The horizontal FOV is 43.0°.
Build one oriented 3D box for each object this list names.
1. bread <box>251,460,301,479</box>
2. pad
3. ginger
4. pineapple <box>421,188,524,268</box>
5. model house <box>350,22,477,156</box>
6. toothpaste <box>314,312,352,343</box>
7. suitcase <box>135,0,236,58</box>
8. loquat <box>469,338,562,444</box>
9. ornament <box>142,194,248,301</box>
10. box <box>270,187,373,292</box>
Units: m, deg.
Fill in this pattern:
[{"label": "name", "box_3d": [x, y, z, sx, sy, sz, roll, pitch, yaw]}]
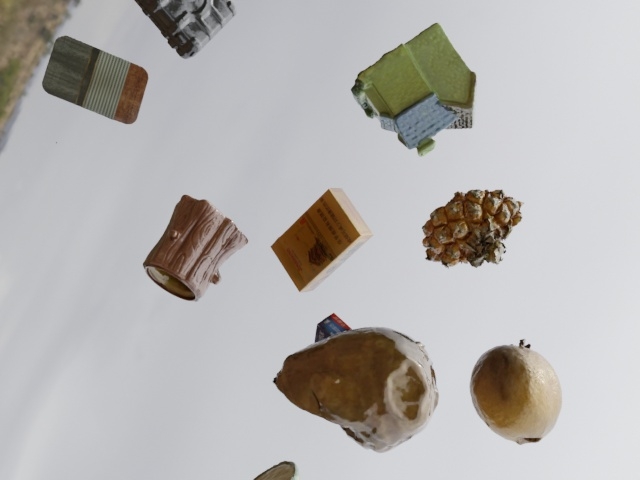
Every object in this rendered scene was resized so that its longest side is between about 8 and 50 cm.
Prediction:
[{"label": "bread", "box_3d": [-0.133, 0.537, 1.578, 0.267, 0.040, 0.267, -40, -172, 7]}, {"label": "pad", "box_3d": [-0.575, -0.339, 2.038, 0.055, 0.250, 0.323, -38, -139, 48]}, {"label": "ginger", "box_3d": [0.080, 0.245, 1.442, 0.223, 0.269, 0.200, -53, 178, 1]}, {"label": "pineapple", "box_3d": [0.328, -0.018, 1.806, 0.250, 0.140, 0.164, -28, -147, 21]}, {"label": "model house", "box_3d": [0.199, -0.268, 1.588, 0.214, 0.189, 0.195, -34, 162, -3]}, {"label": "toothpaste", "box_3d": [0.022, 0.324, 2.135, 0.066, 0.076, 0.320, -30, 147, -31]}, {"label": "suitcase", "box_3d": [-0.342, -0.585, 1.885, 0.066, 0.285, 0.206, -16, -148, 48]}, {"label": "loquat", "box_3d": [0.450, 0.354, 1.885, 0.193, 0.238, 0.238, -31, -143, 47]}, {"label": "ornament", "box_3d": [-0.341, 0.034, 2.175, 0.217, 0.221, 0.235, -61, -177, -26]}, {"label": "box", "box_3d": [0.000, 0.000, 2.334, 0.274, 0.076, 0.174, -44, -112, 28]}]
